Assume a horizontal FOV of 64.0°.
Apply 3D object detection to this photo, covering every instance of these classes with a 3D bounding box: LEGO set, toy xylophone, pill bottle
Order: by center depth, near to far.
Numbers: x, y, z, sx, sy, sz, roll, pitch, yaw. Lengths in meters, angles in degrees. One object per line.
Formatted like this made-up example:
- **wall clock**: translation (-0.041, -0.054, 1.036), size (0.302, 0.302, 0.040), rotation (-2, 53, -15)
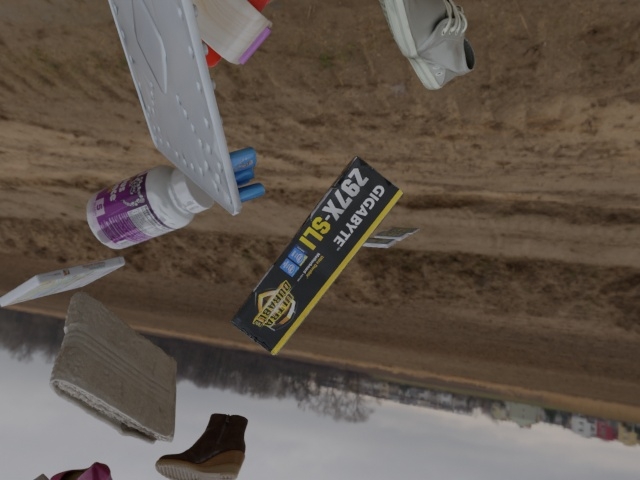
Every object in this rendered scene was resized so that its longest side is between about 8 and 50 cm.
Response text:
- **toy xylophone**: translation (-0.223, -0.510, 1.003), size (0.322, 0.236, 0.081), rotation (49, -166, -19)
- **pill bottle**: translation (-0.431, -0.095, 1.317), size (0.302, 0.169, 0.169), rotation (-18, 155, 19)
- **LEGO set**: translation (0.116, -0.033, 1.375), size (0.245, 0.060, 0.183), rotation (4, -162, 37)

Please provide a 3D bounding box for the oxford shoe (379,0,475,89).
- **oxford shoe**: translation (0.206, -0.419, 0.979), size (0.130, 0.168, 0.449), rotation (-17, 169, 24)

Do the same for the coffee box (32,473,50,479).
- **coffee box**: translation (-0.684, 0.840, 1.178), size (0.338, 0.338, 0.334), rotation (30, 145, 49)

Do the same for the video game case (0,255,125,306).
- **video game case**: translation (-0.615, 0.096, 1.221), size (0.227, 0.026, 0.206), rotation (-21, 177, 37)

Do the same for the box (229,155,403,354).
- **box**: translation (0.000, 0.000, 0.757), size (0.079, 0.257, 0.322), rotation (39, -172, -3)

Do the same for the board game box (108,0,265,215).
- **board game box**: translation (-0.208, -0.271, 0.687), size (0.050, 0.389, 0.390), rotation (-23, -147, -22)

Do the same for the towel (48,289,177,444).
- **towel**: translation (-0.347, 0.231, 0.895), size (0.049, 0.187, 0.282), rotation (-25, 132, 9)

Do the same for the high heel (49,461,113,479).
- **high heel**: translation (-0.711, 0.680, 1.489), size (0.244, 0.082, 0.117), rotation (-3, 118, 26)

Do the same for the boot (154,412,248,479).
- **boot**: translation (-0.345, 0.609, 1.524), size (0.249, 0.090, 0.206), rotation (6, -149, -5)
